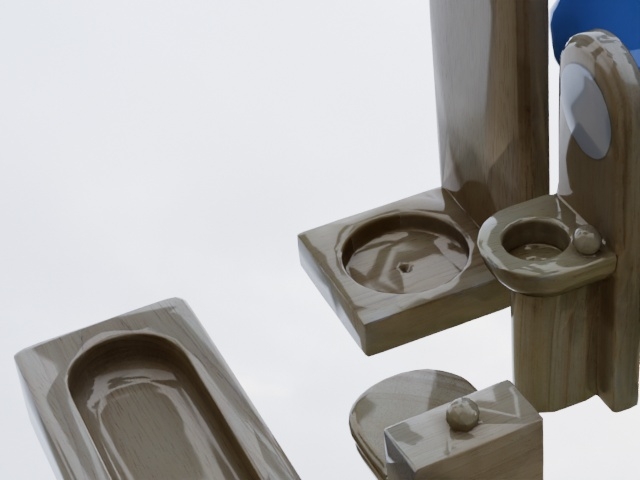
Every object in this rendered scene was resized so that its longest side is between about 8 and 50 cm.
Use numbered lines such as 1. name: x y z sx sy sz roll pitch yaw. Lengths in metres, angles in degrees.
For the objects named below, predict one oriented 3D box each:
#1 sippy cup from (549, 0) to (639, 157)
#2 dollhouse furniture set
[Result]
1. sippy cup: 0.192 -0.058 0.461 0.224 0.305 0.240 23 -49 -37
2. dollhouse furniture set: 0.000 0.000 0.417 0.151 0.144 0.123 -19 -51 -16
